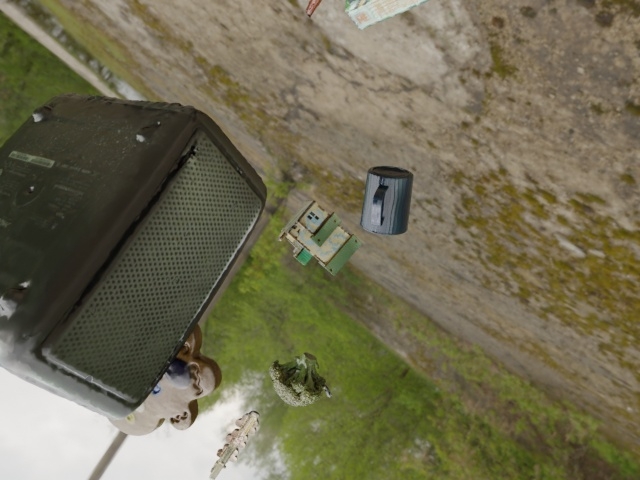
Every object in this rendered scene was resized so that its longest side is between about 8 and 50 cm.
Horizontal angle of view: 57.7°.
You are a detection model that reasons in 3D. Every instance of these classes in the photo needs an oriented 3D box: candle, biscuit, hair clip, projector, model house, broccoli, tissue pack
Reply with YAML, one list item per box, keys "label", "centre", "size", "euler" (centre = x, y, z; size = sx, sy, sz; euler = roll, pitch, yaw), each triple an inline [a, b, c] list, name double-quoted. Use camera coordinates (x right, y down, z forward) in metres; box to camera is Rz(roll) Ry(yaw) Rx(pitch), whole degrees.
- label: "candle"
  centre: [0.015, -0.500, 1.108]
  size: [0.021, 0.026, 0.167]
  euler: [35, 137, -7]
- label: "biscuit"
  centre: [-0.259, 0.217, 0.899]
  size: [0.179, 0.236, 0.039]
  euler: [59, -156, 7]
- label: "hair clip"
  centre: [-0.214, 0.508, 1.456]
  size: [0.062, 0.213, 0.056]
  euler: [33, -176, -6]
- label: "projector"
  centre: [-0.347, -0.010, 0.866]
  size: [0.396, 0.405, 0.242]
  euler: [15, 155, 37]
- label: "model house"
  centre: [0.000, 0.000, 1.725]
  size: [0.206, 0.178, 0.271]
  euler: [39, 176, -9]
- label: "broccoli"
  centre: [-0.047, 0.312, 1.306]
  size: [0.130, 0.120, 0.131]
  euler: [16, -171, -37]
- label: "tissue pack"
  centre: [0.235, -0.832, 1.840]
  size: [0.311, 0.227, 0.128]
  euler: [-13, 148, 32]

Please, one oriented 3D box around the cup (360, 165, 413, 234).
- label: "cup"
  centre: [0.159, -0.090, 1.349]
  size: [0.114, 0.138, 0.150]
  euler: [1, -157, -9]
